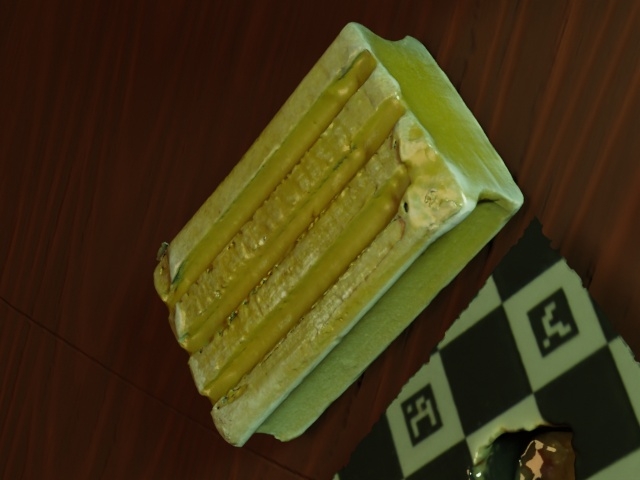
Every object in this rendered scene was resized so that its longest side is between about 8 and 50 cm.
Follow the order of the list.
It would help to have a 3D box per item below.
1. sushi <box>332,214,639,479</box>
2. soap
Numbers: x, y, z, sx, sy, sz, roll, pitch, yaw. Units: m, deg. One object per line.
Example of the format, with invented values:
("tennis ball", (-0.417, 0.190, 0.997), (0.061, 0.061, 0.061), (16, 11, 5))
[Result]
("sushi", (0.134, 0.218, 0.783), (0.339, 0.069, 0.320), (-56, 43, 27))
("soap", (0.000, 0.000, 0.912), (0.274, 0.089, 0.173), (-48, 54, 31))
